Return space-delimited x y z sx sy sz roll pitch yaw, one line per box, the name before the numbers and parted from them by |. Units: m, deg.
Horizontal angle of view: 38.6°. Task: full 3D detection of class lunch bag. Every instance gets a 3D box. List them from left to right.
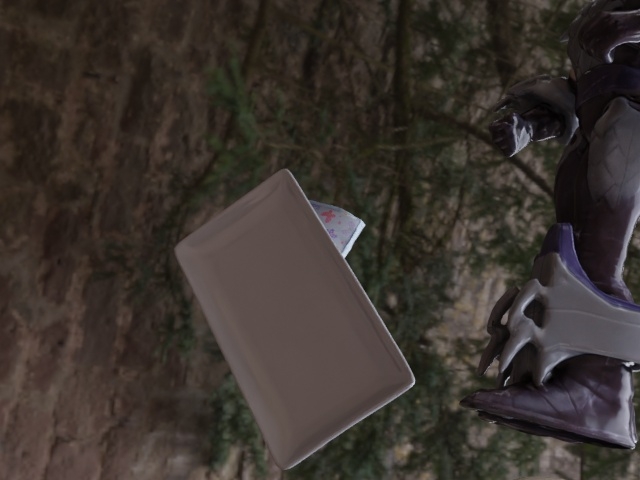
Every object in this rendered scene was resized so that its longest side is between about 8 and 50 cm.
lunch bag | 0.000 0.000 1.002 0.083 0.053 0.071 14 -116 37

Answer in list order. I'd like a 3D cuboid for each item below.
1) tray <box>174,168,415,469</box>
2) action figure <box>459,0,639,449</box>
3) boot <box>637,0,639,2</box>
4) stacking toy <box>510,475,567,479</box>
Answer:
tray | -0.030 0.067 0.857 0.145 0.030 0.270 -34 -124 5
action figure | 0.137 -0.048 0.439 0.185 0.099 0.285 90 13 -78
boot | 0.076 -0.208 0.229 0.096 0.280 0.264 23 -73 35
stacking toy | 0.114 0.285 0.683 0.330 0.141 0.141 112 -25 -59
